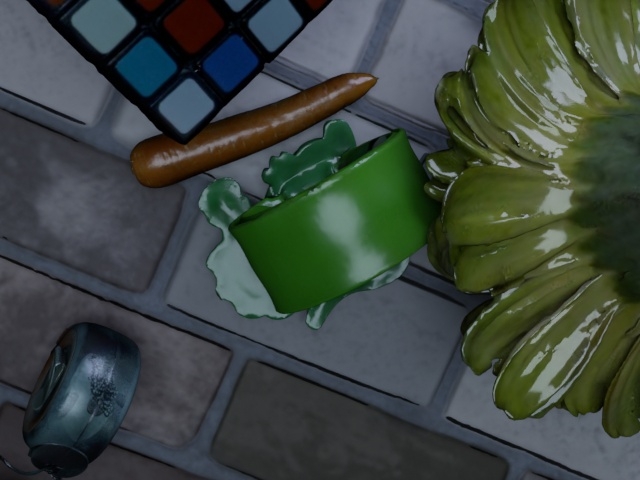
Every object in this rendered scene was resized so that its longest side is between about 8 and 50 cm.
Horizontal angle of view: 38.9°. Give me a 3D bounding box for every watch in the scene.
[{"bbox_3d":[0.000,0.000,0.606,0.165,0.152,0.131,-28,100,-2],"label":"watch"}]

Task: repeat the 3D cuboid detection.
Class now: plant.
[{"bbox_3d":[0.216,-0.046,0.564,0.306,0.261,0.297,34,127,-16],"label":"plant"}]

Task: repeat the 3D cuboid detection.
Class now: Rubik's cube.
[{"bbox_3d":[-0.102,-0.203,0.529,0.187,0.182,0.184,-46,131,2],"label":"Rubik's cube"}]

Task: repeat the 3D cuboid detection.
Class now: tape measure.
[{"bbox_3d":[-0.217,0.083,0.621,0.179,0.104,0.107,30,97,-7],"label":"tape measure"}]

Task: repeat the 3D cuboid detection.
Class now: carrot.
[{"bbox_3d":[-0.046,-0.082,0.654,0.190,0.037,0.037,-20,97,-5],"label":"carrot"}]

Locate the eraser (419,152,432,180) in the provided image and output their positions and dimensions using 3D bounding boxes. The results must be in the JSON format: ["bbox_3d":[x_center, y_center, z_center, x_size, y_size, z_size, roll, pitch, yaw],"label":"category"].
[{"bbox_3d":[0.102,-0.027,0.674,0.083,0.019,0.038,35,94,-6],"label":"eraser"}]
